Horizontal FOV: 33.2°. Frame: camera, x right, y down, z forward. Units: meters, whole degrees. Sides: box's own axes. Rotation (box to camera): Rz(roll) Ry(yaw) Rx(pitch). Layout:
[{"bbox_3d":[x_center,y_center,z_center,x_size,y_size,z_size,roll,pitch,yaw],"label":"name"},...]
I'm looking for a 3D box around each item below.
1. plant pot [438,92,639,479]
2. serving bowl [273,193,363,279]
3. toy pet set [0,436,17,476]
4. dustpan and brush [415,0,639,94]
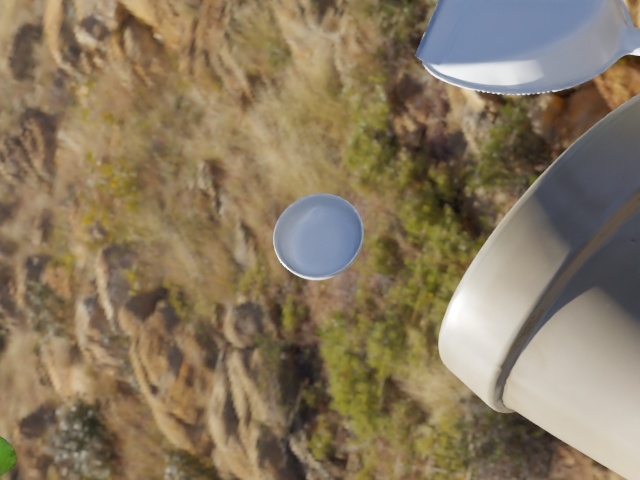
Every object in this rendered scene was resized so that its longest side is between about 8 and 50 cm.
[{"bbox_3d":[0.306,0.077,0.857,0.280,0.323,0.323,44,120,26],"label":"plant pot"},{"bbox_3d":[0.000,0.000,0.986,0.027,0.083,0.083,68,-152,-65],"label":"serving bowl"},{"bbox_3d":[-0.145,0.113,0.347,0.114,0.122,0.065,-15,23,28],"label":"toy pet set"},{"bbox_3d":[0.193,-0.155,0.777,0.211,0.060,0.147,11,63,27],"label":"dustpan and brush"}]
